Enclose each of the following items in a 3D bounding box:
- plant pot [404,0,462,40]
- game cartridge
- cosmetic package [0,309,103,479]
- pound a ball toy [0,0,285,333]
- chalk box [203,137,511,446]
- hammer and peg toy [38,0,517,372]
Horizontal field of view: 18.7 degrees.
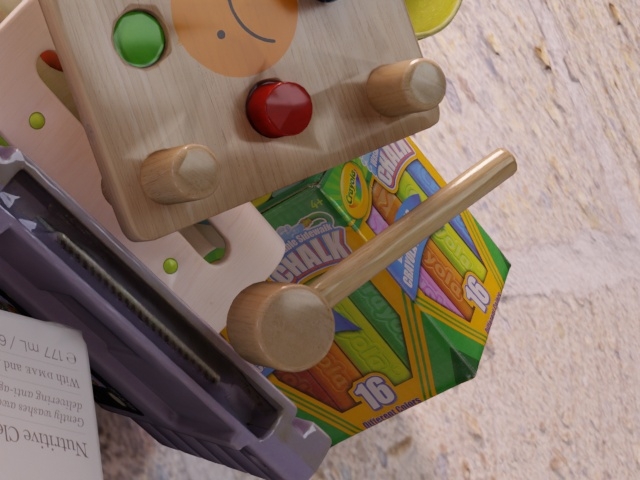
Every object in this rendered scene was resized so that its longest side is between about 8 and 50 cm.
[{"bbox_3d":[-0.079,-0.232,1.583,0.275,0.293,0.274,28,50,-39],"label":"plant pot"},{"bbox_3d":[-0.173,0.042,1.364,0.355,0.230,0.068,45,67,-25],"label":"game cartridge"},{"bbox_3d":[-0.241,0.232,1.164,0.217,0.156,0.385,20,49,-49],"label":"cosmetic package"},{"bbox_3d":[-0.190,-0.082,1.427,0.135,0.208,0.319,-50,115,-20],"label":"pound a ball toy"},{"bbox_3d":[0.000,0.000,1.677,0.289,0.180,0.179,49,33,-17],"label":"chalk box"},{"bbox_3d":[-0.038,-0.108,1.311,0.266,0.127,0.361,-24,99,-27],"label":"hammer and peg toy"}]
